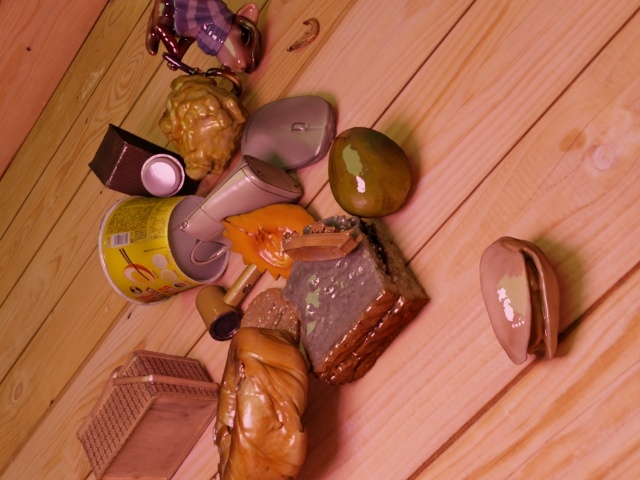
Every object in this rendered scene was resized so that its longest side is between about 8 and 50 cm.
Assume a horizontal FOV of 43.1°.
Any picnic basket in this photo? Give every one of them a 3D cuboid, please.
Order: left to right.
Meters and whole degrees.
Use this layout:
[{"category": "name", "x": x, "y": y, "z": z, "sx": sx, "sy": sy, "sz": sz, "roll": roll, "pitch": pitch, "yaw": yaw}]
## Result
[{"category": "picnic basket", "x": -0.418, "y": 0.428, "z": 1.991, "sx": 0.313, "sy": 0.228, "sz": 0.175, "roll": -55, "pitch": 48, "yaw": 16}]

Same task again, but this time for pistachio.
[{"category": "pistachio", "x": 0.335, "y": 0.095, "z": 1.353, "sx": 0.152, "sy": 0.126, "sz": 0.223, "roll": 109, "pitch": 154, "yaw": -61}]

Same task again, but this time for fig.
[{"category": "fig", "x": 0.098, "y": -0.146, "z": 1.700, "sx": 0.181, "sy": 0.191, "sz": 0.181, "roll": -32, "pitch": 16, "yaw": 10}]

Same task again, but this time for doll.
[{"category": "doll", "x": -0.319, "y": -0.564, "z": 2.240, "sx": 0.318, "sy": 0.339, "sz": 0.209, "roll": -53, "pitch": 38, "yaw": 32}]

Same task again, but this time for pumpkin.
[{"category": "pumpkin", "x": -0.096, "y": -0.001, "z": 1.912, "sx": 0.254, "sy": 0.130, "sz": 0.149, "roll": 28, "pitch": 61, "yaw": 15}]

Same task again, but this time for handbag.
[{"category": "handbag", "x": -0.212, "y": -0.062, "z": 1.970, "sx": 0.315, "sy": 0.241, "sz": 0.109, "roll": -42, "pitch": 56, "yaw": 22}]

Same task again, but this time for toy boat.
[{"category": "toy boat", "x": 0.000, "y": 0.000, "z": 1.629, "sx": 0.206, "sy": 0.064, "sz": 0.072, "roll": -5, "pitch": 53, "yaw": 46}]

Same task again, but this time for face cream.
[{"category": "face cream", "x": -0.425, "y": -0.178, "z": 2.203, "sx": 0.117, "sy": 0.117, "sz": 0.104, "roll": -59, "pitch": 5, "yaw": 12}]

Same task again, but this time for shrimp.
[{"category": "shrimp", "x": -0.048, "y": -0.549, "z": 2.166, "sx": 0.114, "sy": 0.023, "sz": 0.083, "roll": -30, "pitch": 49, "yaw": 31}]

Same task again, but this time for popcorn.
[{"category": "popcorn", "x": -0.320, "y": -0.304, "z": 2.190, "sx": 0.242, "sy": 0.234, "sz": 0.250, "roll": -106, "pitch": 24, "yaw": -58}]

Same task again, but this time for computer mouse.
[{"category": "computer mouse", "x": -0.094, "y": -0.270, "z": 2.042, "sx": 0.330, "sy": 0.095, "sz": 0.197, "roll": -1, "pitch": 77, "yaw": 49}]

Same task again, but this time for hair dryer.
[{"category": "hair dryer", "x": -0.198, "y": 0.106, "z": 2.011, "sx": 0.279, "sy": 0.090, "sz": 0.135, "roll": -51, "pitch": 39, "yaw": 11}]

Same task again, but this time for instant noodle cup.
[{"category": "instant noodle cup", "x": -0.392, "y": 0.015, "z": 2.125, "sx": 0.221, "sy": 0.311, "sz": 0.311, "roll": -9, "pitch": 66, "yaw": 35}]

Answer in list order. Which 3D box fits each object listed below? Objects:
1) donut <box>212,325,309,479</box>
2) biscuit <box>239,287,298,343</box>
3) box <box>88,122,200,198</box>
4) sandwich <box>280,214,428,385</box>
[{"category": "donut", "x": -0.121, "y": 0.360, "z": 1.664, "sx": 0.360, "sy": 0.170, "sz": 0.361, "roll": -174, "pitch": 90, "yaw": -76}, {"category": "biscuit", "x": -0.124, "y": 0.218, "z": 1.903, "sx": 0.219, "sy": 0.033, "sz": 0.220, "roll": -21, "pitch": 60, "yaw": 42}, {"category": "box", "x": -0.504, "y": -0.204, "z": 2.344, "sx": 0.184, "sy": 0.273, "sz": 0.143, "roll": 40, "pitch": 104, "yaw": 50}, {"category": "sandwich", "x": 0.047, "y": 0.096, "z": 1.679, "sx": 0.262, "sy": 0.131, "sz": 0.325, "roll": -51, "pitch": 41, "yaw": 23}]
